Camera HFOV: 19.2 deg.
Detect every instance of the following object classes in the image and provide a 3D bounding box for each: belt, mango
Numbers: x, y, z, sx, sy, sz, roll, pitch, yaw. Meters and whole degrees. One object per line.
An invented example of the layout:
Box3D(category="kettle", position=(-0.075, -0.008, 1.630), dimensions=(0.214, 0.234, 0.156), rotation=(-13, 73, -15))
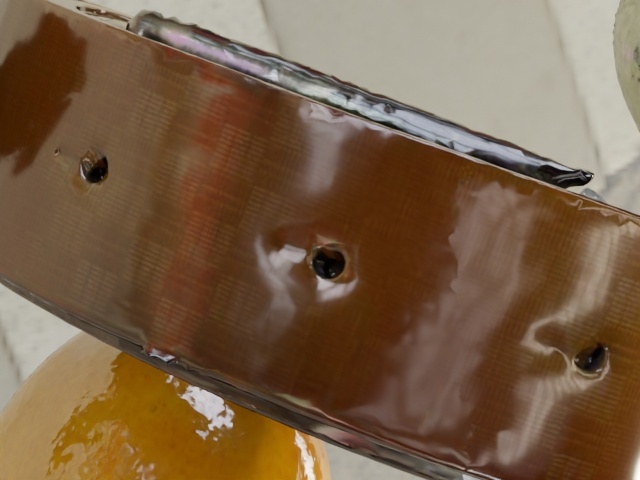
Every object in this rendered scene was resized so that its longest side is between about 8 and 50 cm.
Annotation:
Box3D(category="belt", position=(0.000, 0.000, 0.611), dimensions=(0.184, 0.261, 0.105), rotation=(1, 109, -76))
Box3D(category="mango", position=(-0.074, 0.130, 0.698), dimensions=(0.112, 0.145, 0.219), rotation=(31, 76, -51))

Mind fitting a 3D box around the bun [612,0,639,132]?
Box3D(category="bun", position=(0.221, -0.103, 0.690), dimensions=(0.239, 0.239, 0.141), rotation=(-42, 123, -37))
